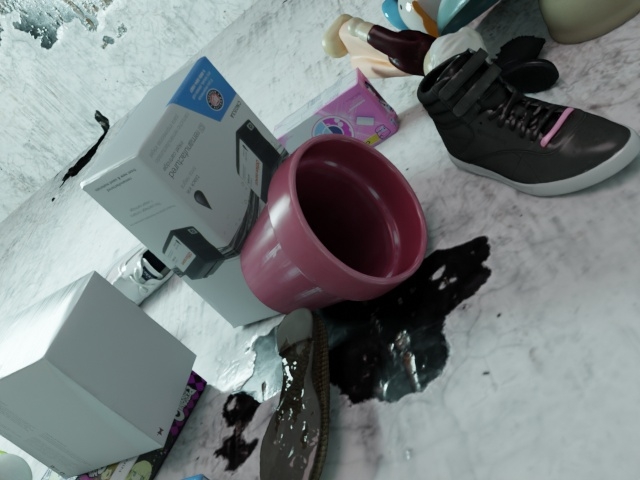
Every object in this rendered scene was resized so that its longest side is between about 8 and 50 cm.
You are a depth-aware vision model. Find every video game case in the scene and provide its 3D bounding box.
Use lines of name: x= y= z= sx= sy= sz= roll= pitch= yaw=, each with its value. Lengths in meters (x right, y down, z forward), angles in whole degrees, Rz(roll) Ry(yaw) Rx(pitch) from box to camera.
video game case: x=-0.285 y=0.280 z=1.012 sx=0.232 sy=0.042 sz=0.210 roll=-12 pitch=40 yaw=47

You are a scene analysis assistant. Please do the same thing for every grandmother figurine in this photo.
grandmother figurine: x=0.137 y=-0.276 z=1.066 sx=0.342 sy=0.208 sz=0.104 roll=-138 pitch=54 yaw=-60

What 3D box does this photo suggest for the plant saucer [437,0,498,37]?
plant saucer: x=0.292 y=-0.422 z=1.059 sx=0.318 sy=0.043 sz=0.317 roll=-38 pitch=0 yaw=0

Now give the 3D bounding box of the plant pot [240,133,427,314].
plant pot: x=0.000 y=0.000 z=0.877 sx=0.180 sy=0.201 sz=0.201 roll=-40 pitch=23 yaw=43

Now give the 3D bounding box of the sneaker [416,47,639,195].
sneaker: x=0.213 y=-0.143 z=0.814 sx=0.104 sy=0.147 sz=0.296 roll=-47 pitch=28 yaw=-10

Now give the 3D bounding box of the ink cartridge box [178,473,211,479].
ink cartridge box: x=-0.155 y=0.305 z=0.729 sx=0.181 sy=0.104 sz=0.061 roll=-25 pitch=32 yaw=32

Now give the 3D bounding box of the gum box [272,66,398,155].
gum box: x=0.026 y=-0.186 z=1.170 sx=0.188 sy=0.107 sz=0.062 roll=-31 pitch=30 yaw=24

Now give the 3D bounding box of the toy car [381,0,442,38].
toy car: x=0.175 y=-0.452 z=1.264 sx=0.219 sy=0.210 sz=0.238 roll=-38 pitch=39 yaw=35

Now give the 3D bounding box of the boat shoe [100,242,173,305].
boat shoe: x=-0.331 y=0.054 z=1.333 sx=0.258 sy=0.095 sz=0.084 roll=-53 pitch=24 yaw=-14

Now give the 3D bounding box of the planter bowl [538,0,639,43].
planter bowl: x=0.359 y=-0.361 z=0.961 sx=0.162 sy=0.109 sz=0.162 roll=-33 pitch=29 yaw=21

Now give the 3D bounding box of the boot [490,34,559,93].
boot: x=0.282 y=-0.243 z=0.975 sx=0.121 sy=0.045 sz=0.099 roll=-7 pitch=42 yaw=50

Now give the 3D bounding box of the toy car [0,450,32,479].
toy car: x=-0.472 y=0.394 z=1.005 sx=0.159 sy=0.136 sz=0.182 roll=-17 pitch=41 yaw=25

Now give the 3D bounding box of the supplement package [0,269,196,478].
supplement package: x=-0.314 y=0.180 z=0.929 sx=0.203 sy=0.194 sz=0.149 roll=-25 pitch=32 yaw=30

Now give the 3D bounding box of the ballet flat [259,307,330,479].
ballet flat: x=-0.017 y=0.182 z=0.783 sx=0.084 sy=0.058 sz=0.249 roll=-26 pitch=37 yaw=22

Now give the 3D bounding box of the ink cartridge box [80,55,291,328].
ink cartridge box: x=-0.141 y=-0.062 z=1.007 sx=0.129 sy=0.307 sz=0.223 roll=-19 pitch=36 yaw=36

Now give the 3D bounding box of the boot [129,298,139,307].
boot: x=-0.373 y=0.210 z=1.149 sx=0.189 sy=0.076 sz=0.208 roll=-62 pitch=0 yaw=41
